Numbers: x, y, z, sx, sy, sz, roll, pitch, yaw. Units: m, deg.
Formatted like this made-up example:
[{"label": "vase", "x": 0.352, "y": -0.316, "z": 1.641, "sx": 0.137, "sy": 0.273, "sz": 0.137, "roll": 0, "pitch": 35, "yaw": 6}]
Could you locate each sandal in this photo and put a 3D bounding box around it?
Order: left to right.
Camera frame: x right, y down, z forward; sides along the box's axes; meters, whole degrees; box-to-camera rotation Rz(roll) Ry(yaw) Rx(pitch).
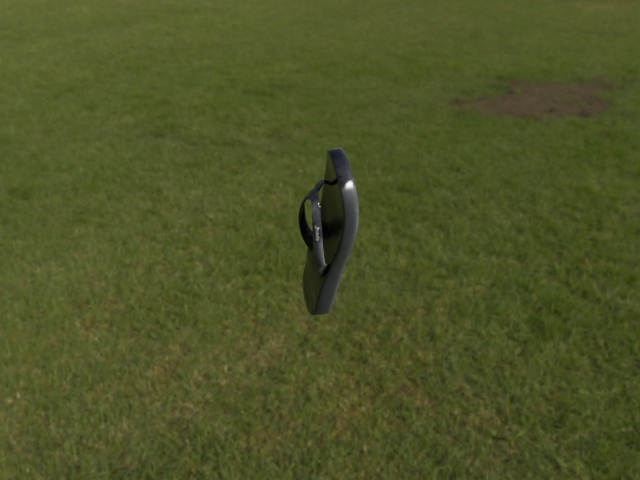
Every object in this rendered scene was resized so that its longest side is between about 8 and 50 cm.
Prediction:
[{"label": "sandal", "x": 0.000, "y": 0.001, "z": 0.951, "sx": 0.054, "sy": 0.255, "sz": 0.097, "roll": -2, "pitch": 39, "yaw": -17}]
